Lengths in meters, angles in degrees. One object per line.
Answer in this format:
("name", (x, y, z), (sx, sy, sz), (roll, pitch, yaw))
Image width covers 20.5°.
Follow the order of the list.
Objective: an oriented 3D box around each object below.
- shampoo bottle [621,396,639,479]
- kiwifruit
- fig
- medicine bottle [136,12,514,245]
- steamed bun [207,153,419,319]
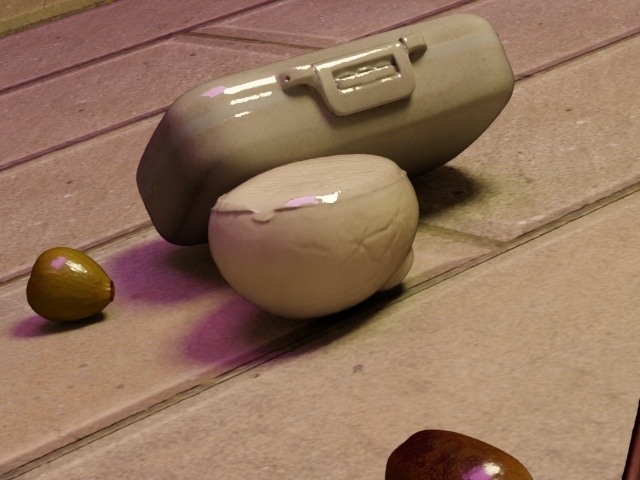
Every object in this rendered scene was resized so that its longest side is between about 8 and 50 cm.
("shampoo bottle", (0.235, 0.166, 1.057), (0.129, 0.084, 0.323), (-8, 19, 21))
("kiwifruit", (0.092, 0.164, 1.166), (0.075, 0.075, 0.124), (-23, 17, -29))
("fig", (-0.240, 0.045, 1.721), (0.088, 0.074, 0.074), (10, 24, 13))
("medicine bottle", (0.005, -0.111, 1.813), (0.375, 0.123, 0.282), (-17, -15, -22))
("steamed bun", (0.000, 0.000, 1.606), (0.177, 0.130, 0.228), (-4, 12, 22))
